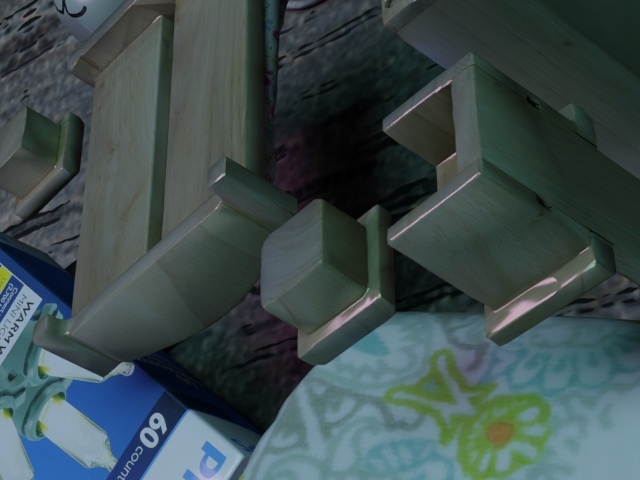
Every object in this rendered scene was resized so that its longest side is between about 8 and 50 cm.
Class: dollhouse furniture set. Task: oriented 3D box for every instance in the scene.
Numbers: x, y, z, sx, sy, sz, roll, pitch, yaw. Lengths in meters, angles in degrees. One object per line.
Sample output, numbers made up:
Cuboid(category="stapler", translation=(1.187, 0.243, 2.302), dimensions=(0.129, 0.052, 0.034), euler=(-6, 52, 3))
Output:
Cuboid(category="dollhouse furniture set", translation=(0.000, 0.000, 0.763), dimensions=(0.355, 0.173, 0.303), euler=(-38, 35, 34))

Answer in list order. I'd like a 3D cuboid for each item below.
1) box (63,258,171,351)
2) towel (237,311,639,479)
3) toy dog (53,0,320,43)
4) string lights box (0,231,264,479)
Cuboid(category="box", translation=(-0.110, 0.035, 0.931), dimensions=(0.067, 0.018, 0.083), euler=(-35, 47, 23))
Cuboid(category="towel", translation=(0.056, 0.174, 0.581), dimensions=(0.320, 0.090, 0.374), euler=(4, 49, 42))
Cuboid(category="toy dog", translation=(-0.083, -0.291, 0.996), dimensions=(0.220, 0.161, 0.334), euler=(-10, 60, 38))
Cuboid(category="string lights box", translation=(-0.128, 0.105, 0.845), dimensions=(0.259, 0.076, 0.133), euler=(33, 91, 41))
